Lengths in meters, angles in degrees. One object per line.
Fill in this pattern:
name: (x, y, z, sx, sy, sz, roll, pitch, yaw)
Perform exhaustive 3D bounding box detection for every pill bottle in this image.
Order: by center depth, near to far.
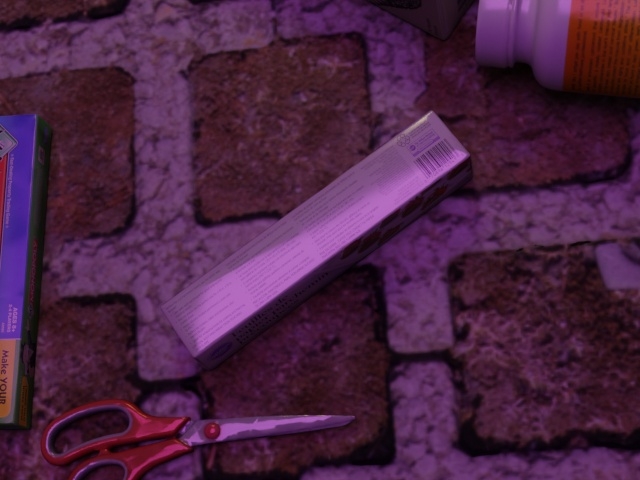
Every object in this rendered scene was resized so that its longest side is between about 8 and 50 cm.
pill bottle: (0.274, -0.204, 1.141, 0.245, 0.136, 0.136, 7, 75, 11)

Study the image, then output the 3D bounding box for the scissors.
scissors: (-0.121, 0.174, 1.152, 0.297, 0.021, 0.109, -21, 69, 4)

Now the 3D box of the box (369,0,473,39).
box: (0.031, -0.318, 1.230, 0.275, 0.113, 0.094, 31, 82, 18)

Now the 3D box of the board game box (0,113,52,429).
board game box: (-0.388, 0.032, 1.227, 0.213, 0.046, 0.317, -3, 73, 9)

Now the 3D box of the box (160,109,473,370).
box: (0.000, 0.000, 1.163, 0.324, 0.063, 0.067, -37, 70, -3)
